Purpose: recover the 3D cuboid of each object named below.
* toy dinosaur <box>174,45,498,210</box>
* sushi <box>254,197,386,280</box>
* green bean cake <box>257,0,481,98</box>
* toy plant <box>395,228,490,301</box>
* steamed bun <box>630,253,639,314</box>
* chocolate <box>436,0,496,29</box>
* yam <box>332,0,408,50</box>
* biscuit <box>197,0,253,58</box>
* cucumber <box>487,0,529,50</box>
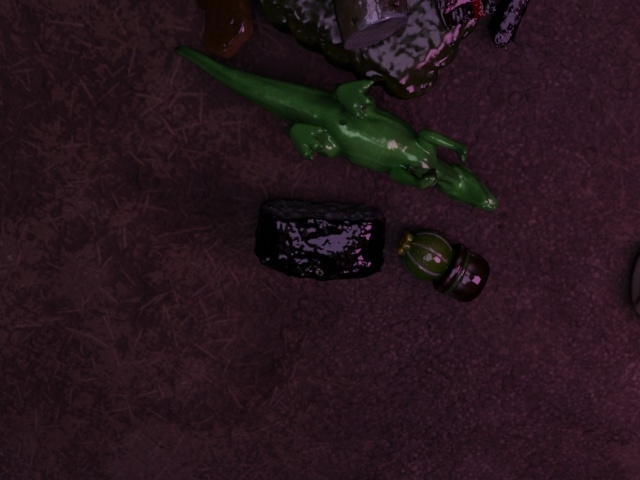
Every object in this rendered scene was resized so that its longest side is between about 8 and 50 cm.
[{"bbox_3d":[0.035,-0.205,1.366,0.500,0.374,0.144,34,102,32],"label":"toy dinosaur"},{"bbox_3d":[0.000,0.000,1.410,0.225,0.124,0.127,5,107,-2],"label":"sushi"},{"bbox_3d":[0.101,-0.411,1.249,0.319,0.218,0.335,34,98,-2],"label":"green bean cake"},{"bbox_3d":[0.209,0.038,1.439,0.162,0.093,0.093,29,105,-9],"label":"toy plant"},{"bbox_3d":[0.638,0.081,1.445,0.182,0.106,0.183,0,109,1],"label":"steamed bun"},{"bbox_3d":[0.177,-0.386,1.127,0.086,0.028,0.182,-22,98,-4],"label":"chocolate"},{"bbox_3d":[0.058,-0.359,1.100,0.107,0.107,0.194,-10,99,3],"label":"yam"},{"bbox_3d":[-0.162,-0.438,1.265,0.183,0.047,0.320,-20,79,31],"label":"biscuit"},{"bbox_3d":[0.317,-0.397,1.326,0.053,0.053,0.182,18,105,-5],"label":"cucumber"}]
